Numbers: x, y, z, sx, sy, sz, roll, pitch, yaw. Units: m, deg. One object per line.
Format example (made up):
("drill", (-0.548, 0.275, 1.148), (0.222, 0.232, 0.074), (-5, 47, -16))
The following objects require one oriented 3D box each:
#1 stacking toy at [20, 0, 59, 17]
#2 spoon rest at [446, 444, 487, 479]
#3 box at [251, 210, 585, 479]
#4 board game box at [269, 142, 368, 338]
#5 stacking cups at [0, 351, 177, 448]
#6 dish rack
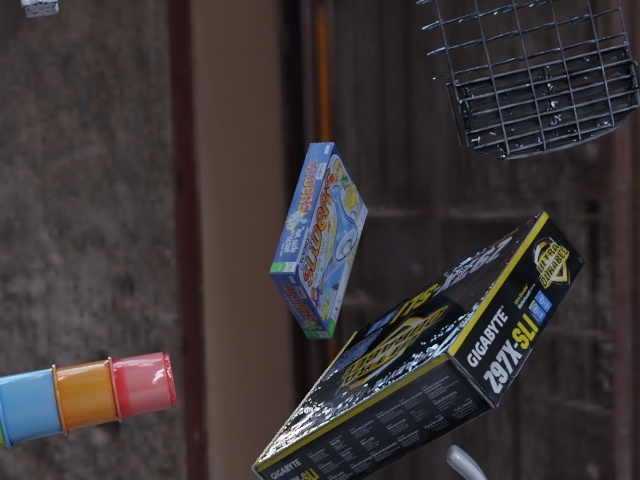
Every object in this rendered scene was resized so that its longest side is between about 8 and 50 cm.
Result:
("stacking toy", (-0.244, -0.349, 1.665), (0.221, 0.167, 0.052), (-10, -8, -7))
("spoon rest", (0.075, 0.321, 1.349), (0.084, 0.276, 0.137), (34, 3, 3))
("box", (0.101, 0.127, 1.534), (0.322, 0.079, 0.257), (-36, 7, 44))
("board game box", (0.000, 0.000, 1.814), (0.035, 0.201, 0.136), (-1, -37, 24))
("stacking cups", (-0.317, 0.174, 1.629), (0.316, 0.096, 0.096), (-13, 1, -6))
("dish rack", (0.168, -0.209, 1.286), (0.208, 0.272, 0.074), (-15, 4, -22))
